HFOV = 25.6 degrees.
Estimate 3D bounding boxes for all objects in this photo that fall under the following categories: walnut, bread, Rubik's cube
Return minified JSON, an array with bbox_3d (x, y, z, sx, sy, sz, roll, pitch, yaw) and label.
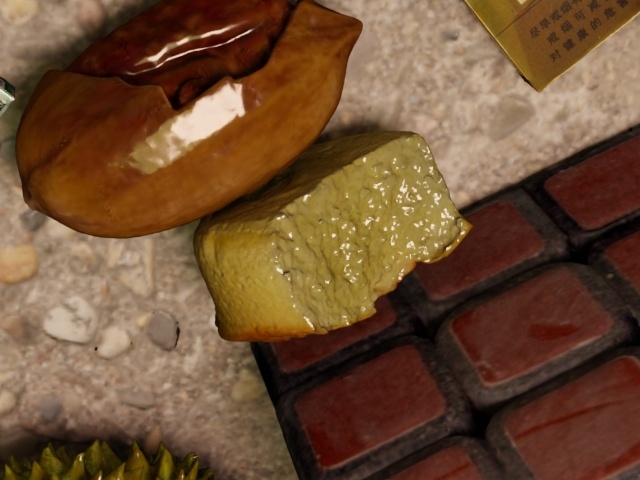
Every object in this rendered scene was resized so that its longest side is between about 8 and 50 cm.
[{"bbox_3d":[-0.070,-0.073,0.765,0.207,0.116,0.115,-26,119,-1],"label":"walnut"},{"bbox_3d":[-0.004,-0.002,0.807,0.156,0.125,0.086,-34,114,-30],"label":"bread"},{"bbox_3d":[0.168,0.162,0.827,0.304,0.305,0.301,-25,118,1],"label":"Rubik's cube"}]

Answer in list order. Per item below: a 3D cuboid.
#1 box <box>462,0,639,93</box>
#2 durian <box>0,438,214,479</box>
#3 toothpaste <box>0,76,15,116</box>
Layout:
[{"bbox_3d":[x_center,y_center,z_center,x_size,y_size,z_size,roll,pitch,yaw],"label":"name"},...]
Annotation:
[{"bbox_3d":[0.123,-0.160,0.817,0.090,0.023,0.133,-41,118,6],"label":"box"},{"bbox_3d":[-0.147,0.243,0.848,0.291,0.224,0.291,-32,151,-20],"label":"durian"},{"bbox_3d":[-0.202,-0.056,0.790,0.017,0.020,0.083,35,103,-22],"label":"toothpaste"}]
